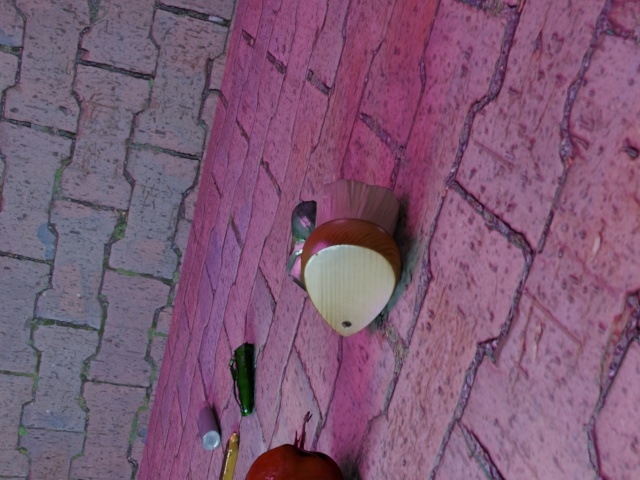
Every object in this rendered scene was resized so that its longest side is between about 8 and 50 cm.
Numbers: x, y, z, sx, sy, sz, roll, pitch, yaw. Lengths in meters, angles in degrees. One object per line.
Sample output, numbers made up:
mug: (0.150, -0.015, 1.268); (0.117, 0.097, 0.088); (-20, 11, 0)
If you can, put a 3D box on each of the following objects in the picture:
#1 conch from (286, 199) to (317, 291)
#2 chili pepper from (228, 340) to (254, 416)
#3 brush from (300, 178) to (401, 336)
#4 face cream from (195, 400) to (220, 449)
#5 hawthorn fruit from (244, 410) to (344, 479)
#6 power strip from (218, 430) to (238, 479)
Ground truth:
conch: (0.001, 0.001, 1.637); (0.176, 0.122, 0.188); (62, 146, 28)
chili pepper: (-0.217, 0.385, 2.191); (0.108, 0.062, 0.216); (113, 157, -53)
brush: (0.054, 0.038, 1.427); (0.166, 0.174, 0.267); (-83, -2, -47)
face cream: (-0.360, 0.590, 2.517); (0.198, 0.057, 0.084); (-131, 53, -68)
hawthorn fruit: (-0.046, 0.461, 1.436); (0.211, 0.211, 0.299); (-178, 95, -71)
power strip: (-0.259, 0.625, 2.251); (0.049, 0.028, 0.178); (-138, 59, -69)
